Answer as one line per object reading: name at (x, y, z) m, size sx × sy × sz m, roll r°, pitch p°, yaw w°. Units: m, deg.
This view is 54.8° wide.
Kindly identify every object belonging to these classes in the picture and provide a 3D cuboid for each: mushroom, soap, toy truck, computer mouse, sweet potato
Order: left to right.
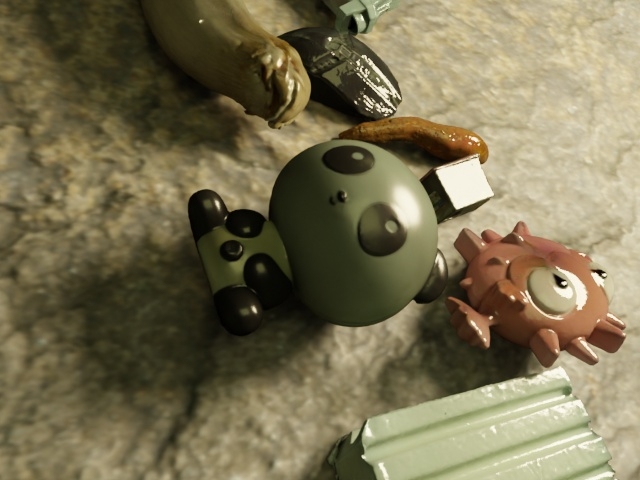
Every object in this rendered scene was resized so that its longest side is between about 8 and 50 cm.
mushroom at (-0.141, -0.301, 0.774) m, size 0.177 × 0.126 × 0.397 m, roll -7°, pitch 61°, yaw -32°
toy truck at (0.027, -0.425, 0.913) m, size 0.140 × 0.108 × 0.257 m, roll -32°, pitch 79°, yaw -17°
computer mouse at (0.026, -0.232, 0.829) m, size 0.192 × 0.062 × 0.106 m, roll 28°, pitch 57°, yaw -2°
sweet potato at (0.131, -0.137, 0.822) m, size 0.214 × 0.050 × 0.050 m, roll 9°, pitch 60°, yaw -14°
soap at (0.149, 0.230, 0.606) m, size 0.261 × 0.094 × 0.150 m, roll -8°, pitch 60°, yaw -22°

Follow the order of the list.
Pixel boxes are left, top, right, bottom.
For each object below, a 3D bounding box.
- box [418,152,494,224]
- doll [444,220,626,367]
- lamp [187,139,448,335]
box at (0.173, -0.065, 0.792) m, size 0.084 × 0.060 × 0.063 m, roll -20°, pitch 76°, yaw -29°
doll at (0.244, 0.060, 0.716) m, size 0.262 × 0.093 × 0.211 m, roll -12°, pitch 47°, yaw -34°
lamp at (0.000, 0.000, 0.629) m, size 0.243 × 0.198 × 0.198 m, roll -16°, pitch 69°, yaw -17°
